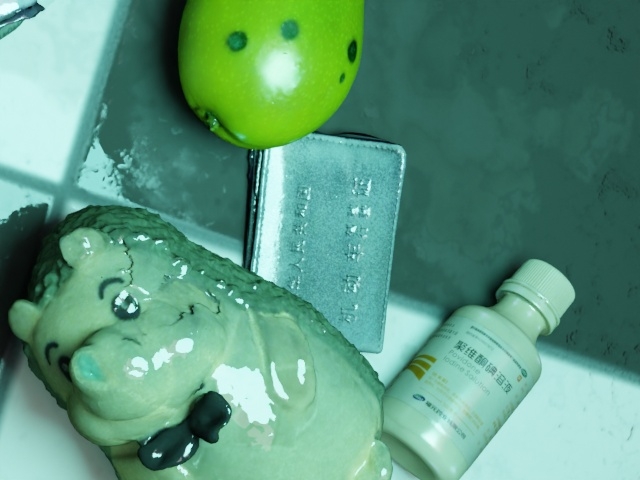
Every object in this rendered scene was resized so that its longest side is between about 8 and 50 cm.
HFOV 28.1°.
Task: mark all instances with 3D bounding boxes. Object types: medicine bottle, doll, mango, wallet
[{"bbox_3d":[0.165,0.128,1.312,0.252,0.114,0.114,-47,112,-19],"label":"medicine bottle"},{"bbox_3d":[-0.106,0.119,1.095,0.349,0.247,0.247,47,71,-14],"label":"doll"},{"bbox_3d":[-0.031,-0.220,1.178,0.175,0.143,0.293,32,68,-28],"label":"mango"},{"bbox_3d":[0.001,0.000,1.260,0.167,0.036,0.222,6,90,-29],"label":"wallet"}]

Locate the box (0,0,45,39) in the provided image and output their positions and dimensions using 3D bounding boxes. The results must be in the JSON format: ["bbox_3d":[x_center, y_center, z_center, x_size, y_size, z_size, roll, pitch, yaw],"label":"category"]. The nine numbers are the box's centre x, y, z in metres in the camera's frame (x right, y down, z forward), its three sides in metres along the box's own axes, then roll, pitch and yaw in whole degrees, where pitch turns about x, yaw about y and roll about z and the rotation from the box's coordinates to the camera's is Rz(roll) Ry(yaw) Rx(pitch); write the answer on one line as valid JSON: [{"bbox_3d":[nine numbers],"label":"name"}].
[{"bbox_3d":[-0.381,-0.300,0.994,0.190,0.112,0.369,-29,106,-19],"label":"box"}]
